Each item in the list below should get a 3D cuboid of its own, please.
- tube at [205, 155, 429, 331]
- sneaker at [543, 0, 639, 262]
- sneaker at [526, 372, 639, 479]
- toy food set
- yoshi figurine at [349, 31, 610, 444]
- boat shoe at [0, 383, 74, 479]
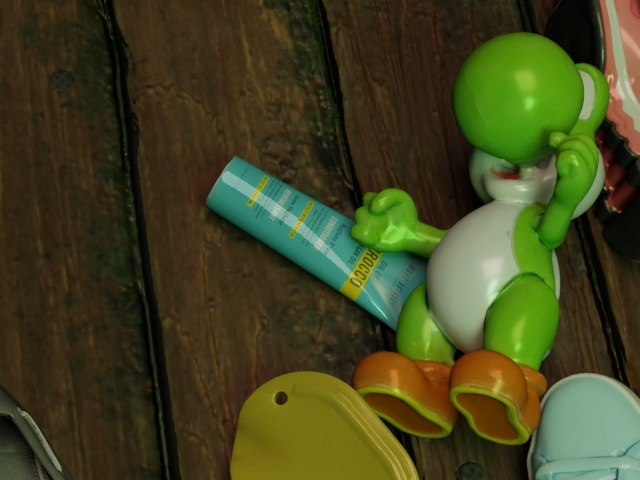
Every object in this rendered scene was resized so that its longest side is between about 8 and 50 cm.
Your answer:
[{"bbox_3d":[0.000,0.000,1.482,0.207,0.052,0.080,30,69,1],"label":"tube"},{"bbox_3d":[0.304,-0.126,1.567,0.136,0.116,0.313,-5,69,-22],"label":"sneaker"},{"bbox_3d":[0.220,0.256,1.294,0.135,0.150,0.365,-12,61,14],"label":"sneaker"},{"bbox_3d":[0.020,0.208,1.366,0.128,0.071,0.218,-39,70,1],"label":"toy food set"},{"bbox_3d":[0.140,-0.026,1.410,0.204,0.203,0.362,22,65,-1],"label":"yoshi figurine"},{"bbox_3d":[-0.247,0.189,1.317,0.112,0.095,0.335,-35,71,-22],"label":"boat shoe"}]
